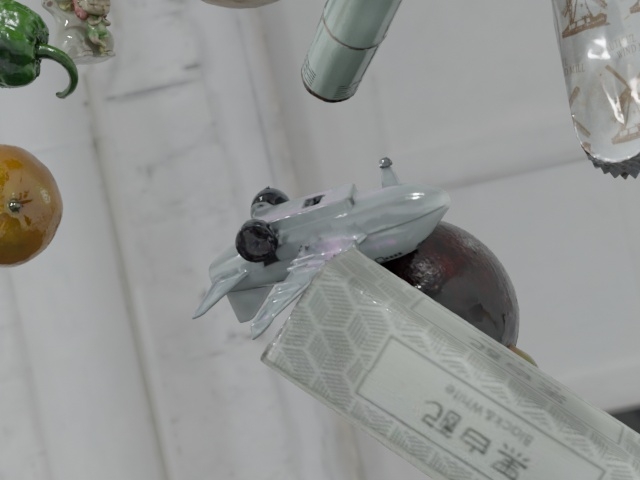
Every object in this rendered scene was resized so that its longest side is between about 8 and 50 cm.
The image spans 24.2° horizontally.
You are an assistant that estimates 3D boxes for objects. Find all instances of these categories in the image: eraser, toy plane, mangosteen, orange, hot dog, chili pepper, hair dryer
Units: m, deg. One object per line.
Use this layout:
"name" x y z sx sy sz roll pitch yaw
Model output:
"eraser" 0.154 0.154 1.089 0.404 0.096 0.098 32 15 9
"toy plane" -0.003 -0.004 1.382 0.255 0.101 0.251 -24 18 19
"mangosteen" 0.108 0.106 1.495 0.228 0.265 0.228 -31 -24 -15
"orange" -0.393 -0.042 1.831 0.156 0.156 0.124 -13 5 -23
"hot dog" 0.180 -0.134 0.895 0.099 0.192 0.053 -21 -18 40
"chili pepper" -0.332 -0.162 1.241 0.257 0.100 0.074 2 17 9
"hair dryer" 0.048 -0.194 0.926 0.044 0.183 0.155 25 -27 -4

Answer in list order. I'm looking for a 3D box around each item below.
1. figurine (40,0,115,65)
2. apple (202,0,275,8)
"figurine" -0.280 -0.287 1.787 0.098 0.146 0.081 -6 -2 24
"apple" -0.043 -0.359 1.364 0.277 0.250 0.309 -21 18 29
